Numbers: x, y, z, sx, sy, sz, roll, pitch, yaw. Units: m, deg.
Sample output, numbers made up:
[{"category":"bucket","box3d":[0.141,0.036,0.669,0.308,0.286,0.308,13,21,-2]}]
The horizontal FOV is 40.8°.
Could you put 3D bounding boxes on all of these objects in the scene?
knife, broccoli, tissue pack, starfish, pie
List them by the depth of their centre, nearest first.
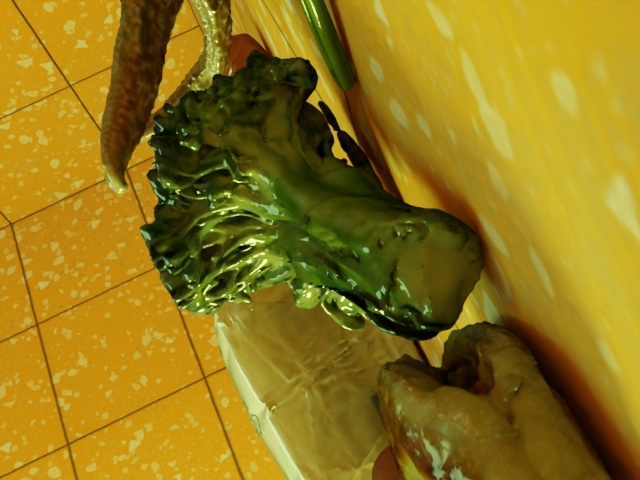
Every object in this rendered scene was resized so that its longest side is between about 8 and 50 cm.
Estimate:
[{"category":"pie","box3d":[0.091,0.130,0.414,0.179,0.084,0.205,64,174,6]},{"category":"knife","box3d":[-0.011,-0.148,0.460,0.184,0.026,0.022,62,-173,-50]},{"category":"broccoli","box3d":[0.004,0.011,0.535,0.275,0.177,0.199,38,163,42]},{"category":"starfish","box3d":[-0.162,-0.250,0.634,0.384,0.132,0.398,-63,-37,-53]},{"category":"tissue pack","box3d":[0.010,0.181,1.038,0.266,0.193,0.356,60,171,15]}]

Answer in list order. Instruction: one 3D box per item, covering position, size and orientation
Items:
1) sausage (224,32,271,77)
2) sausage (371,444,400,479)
[{"category":"sausage","box3d":[-0.071,-0.170,0.974,0.065,0.065,0.169,69,175,-63]},{"category":"sausage","box3d":[0.119,0.250,0.717,0.114,0.113,0.259,66,176,-27]}]
